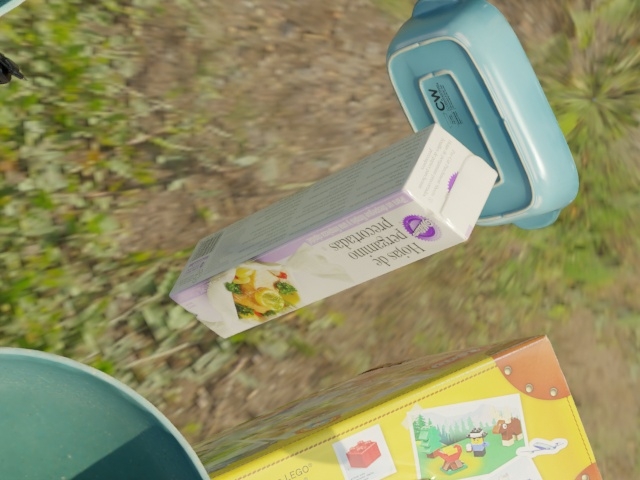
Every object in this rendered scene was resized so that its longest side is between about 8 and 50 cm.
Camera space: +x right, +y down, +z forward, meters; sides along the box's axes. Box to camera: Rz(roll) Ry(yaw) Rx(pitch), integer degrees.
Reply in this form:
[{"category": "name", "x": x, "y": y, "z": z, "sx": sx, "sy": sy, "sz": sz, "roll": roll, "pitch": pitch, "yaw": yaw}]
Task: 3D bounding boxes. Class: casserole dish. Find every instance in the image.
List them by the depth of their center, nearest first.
[{"category": "casserole dish", "x": 0.109, "y": -0.085, "z": 1.331, "sx": 0.114, "sy": 0.037, "sz": 0.188, "roll": -13, "pitch": 107, "yaw": 48}]

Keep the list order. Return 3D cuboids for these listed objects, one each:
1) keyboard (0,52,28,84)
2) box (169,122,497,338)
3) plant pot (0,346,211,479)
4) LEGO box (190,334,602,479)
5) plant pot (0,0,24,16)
[{"category": "keyboard", "x": -0.385, "y": -0.224, "z": 1.754, "sx": 0.201, "sy": 0.317, "sz": 0.033, "roll": 35, "pitch": 88, "yaw": 21}, {"category": "box", "x": 0.000, "y": 0.000, "z": 1.393, "sx": 0.063, "sy": 0.324, "sz": 0.067, "roll": 38, "pitch": 56, "yaw": -20}, {"category": "plant pot", "x": -0.209, "y": 0.233, "z": 1.197, "sx": 0.290, "sy": 0.195, "sz": 0.290, "roll": 3, "pitch": 71, "yaw": -8}, {"category": "LEGO box", "x": -0.044, "y": 0.277, "z": 1.762, "sx": 0.500, "sy": 0.372, "sz": 0.193, "roll": -21, "pitch": 91, "yaw": -25}, {"category": "plant pot", "x": -0.274, "y": -0.239, "z": 0.980, "sx": 0.293, "sy": 0.235, "sz": 0.293, "roll": -2, "pitch": 94, "yaw": -26}]
